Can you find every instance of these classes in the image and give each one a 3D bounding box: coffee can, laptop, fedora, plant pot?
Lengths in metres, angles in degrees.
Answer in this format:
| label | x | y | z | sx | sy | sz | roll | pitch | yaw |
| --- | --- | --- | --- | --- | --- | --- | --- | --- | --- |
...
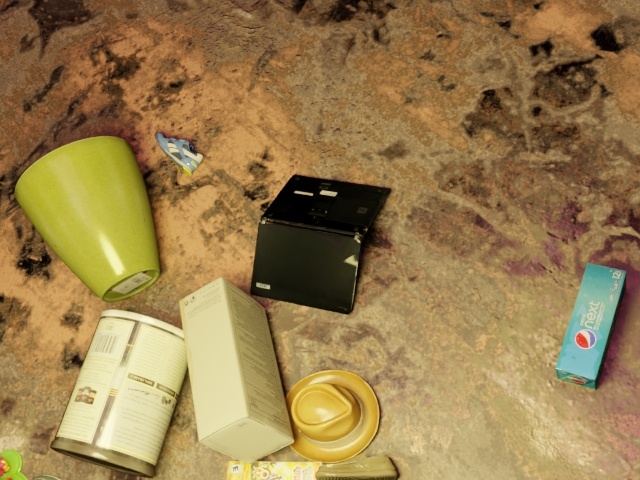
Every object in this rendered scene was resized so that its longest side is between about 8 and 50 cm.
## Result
| label | x | y | z | sx | sy | sz | roll | pitch | yaw |
| --- | --- | --- | --- | --- | --- | --- | --- | --- | --- |
| coffee can | -0.377 | 0.298 | 1.655 | 0.202 | 0.201 | 0.275 | 7 | 67 | 22 |
| laptop | 0.000 | 0.000 | 1.787 | 0.234 | 0.136 | 0.264 | 10 | 43 | 22 |
| fedora | 0.010 | 0.319 | 1.585 | 0.194 | 0.079 | 0.194 | -7 | 63 | 14 |
| plant pot | -0.469 | -0.026 | 1.836 | 0.275 | 0.275 | 0.293 | -31 | 74 | 2 |

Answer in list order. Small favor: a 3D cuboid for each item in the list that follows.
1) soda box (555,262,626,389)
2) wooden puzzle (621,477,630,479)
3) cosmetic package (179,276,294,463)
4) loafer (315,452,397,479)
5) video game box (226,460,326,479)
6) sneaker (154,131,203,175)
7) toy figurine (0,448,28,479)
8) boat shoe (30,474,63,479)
| label | x | y | z | sx | sy | sz | roll | pitch | yaw |
| --- | --- | --- | --- | --- | --- | --- | --- | --- | --- |
| soda box | 0.483 | 0.151 | 1.516 | 0.071 | 0.067 | 0.210 | 14 | 70 | 25 |
| wooden puzzle | 0.496 | 0.439 | 1.400 | 0.116 | 0.014 | 0.078 | -23 | 64 | 7 |
| cosmetic package | -0.162 | 0.241 | 1.603 | 0.113 | 0.160 | 0.309 | -29 | 49 | 17 |
| loafer | 0.063 | 0.412 | 1.529 | 0.148 | 0.056 | 0.050 | 1 | 47 | -6 |
| video game box | -0.087 | 0.506 | 1.544 | 0.187 | 0.048 | 0.205 | -3 | 64 | 14 |
| sneaker | -0.330 | -0.211 | 1.982 | 0.059 | 0.053 | 0.144 | -46 | 68 | -6 |
| toy figurine | -0.671 | 0.483 | 1.687 | 0.130 | 0.159 | 0.173 | -11 | 61 | 13 |
| boat shoe | -0.488 | 0.569 | 1.617 | 0.116 | 0.099 | 0.319 | -39 | 59 | -3 |
